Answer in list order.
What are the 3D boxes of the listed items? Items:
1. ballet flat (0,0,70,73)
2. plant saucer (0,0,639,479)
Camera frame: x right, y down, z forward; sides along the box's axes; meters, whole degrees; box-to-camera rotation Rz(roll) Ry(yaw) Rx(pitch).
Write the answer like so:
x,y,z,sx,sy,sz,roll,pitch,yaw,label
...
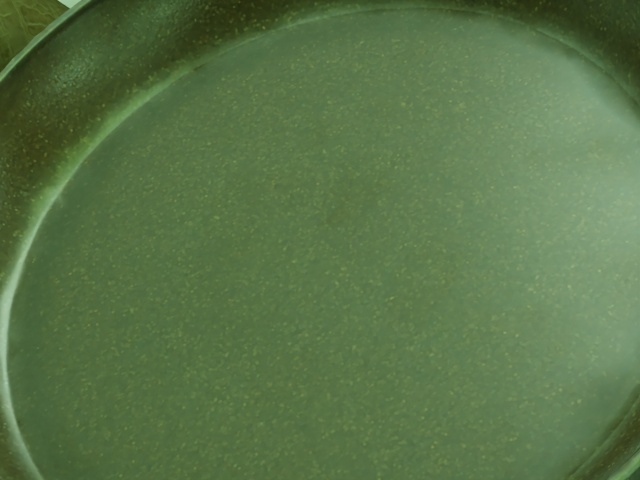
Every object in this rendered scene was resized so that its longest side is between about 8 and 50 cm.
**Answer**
x,y,z,sx,sy,sz,roll,pitch,yaw,label
-0.247,-0.118,0.683,0.342,0.124,0.116,11,43,-2,ballet flat
0.000,0.000,0.596,0.310,0.050,0.311,-10,52,14,plant saucer
